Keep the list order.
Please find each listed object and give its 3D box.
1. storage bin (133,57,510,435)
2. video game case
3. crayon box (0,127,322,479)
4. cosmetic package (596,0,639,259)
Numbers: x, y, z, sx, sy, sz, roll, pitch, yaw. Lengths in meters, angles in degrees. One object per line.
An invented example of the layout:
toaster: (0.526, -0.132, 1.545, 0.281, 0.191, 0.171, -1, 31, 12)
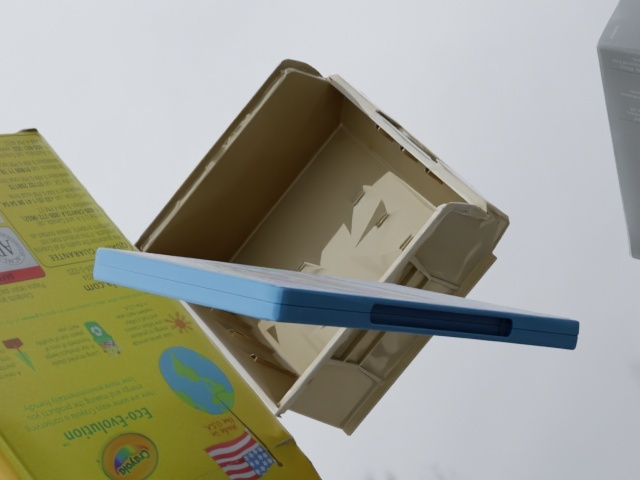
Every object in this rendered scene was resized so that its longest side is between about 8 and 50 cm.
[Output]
storage bin: (0.000, 0.000, 1.463, 0.260, 0.262, 0.123, -51, -39, 7)
video game case: (0.008, 0.024, 0.634, 0.166, 0.119, 0.015, 9, -89, -42)
crayon box: (-0.155, 0.078, 0.871, 0.081, 0.318, 0.202, -52, -22, 27)
cosmetic package: (0.279, -0.078, 1.093, 0.107, 0.127, 0.238, -61, -30, -26)
